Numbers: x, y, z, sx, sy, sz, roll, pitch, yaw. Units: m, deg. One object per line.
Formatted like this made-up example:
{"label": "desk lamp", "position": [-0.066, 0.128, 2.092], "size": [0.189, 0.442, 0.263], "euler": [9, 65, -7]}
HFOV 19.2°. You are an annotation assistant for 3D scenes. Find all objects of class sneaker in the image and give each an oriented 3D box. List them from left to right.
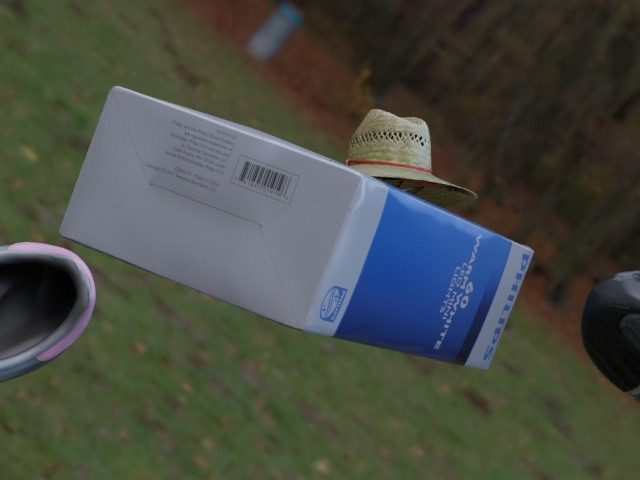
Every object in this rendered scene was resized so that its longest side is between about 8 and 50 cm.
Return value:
{"label": "sneaker", "position": [-0.291, 0.064, 1.207], "size": [0.131, 0.319, 0.112], "euler": [-27, -95, 59]}
{"label": "sneaker", "position": [0.237, 0.034, 1.033], "size": [0.229, 0.086, 0.132], "euler": [23, 53, -23]}

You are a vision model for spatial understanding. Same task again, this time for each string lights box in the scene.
{"label": "string lights box", "position": [0.000, 0.000, 0.938], "size": [0.133, 0.076, 0.260], "euler": [21, 1, 24]}

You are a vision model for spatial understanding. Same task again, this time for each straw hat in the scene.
{"label": "straw hat", "position": [0.051, -0.063, 1.379], "size": [0.144, 0.061, 0.144], "euler": [4, -7, 1]}
